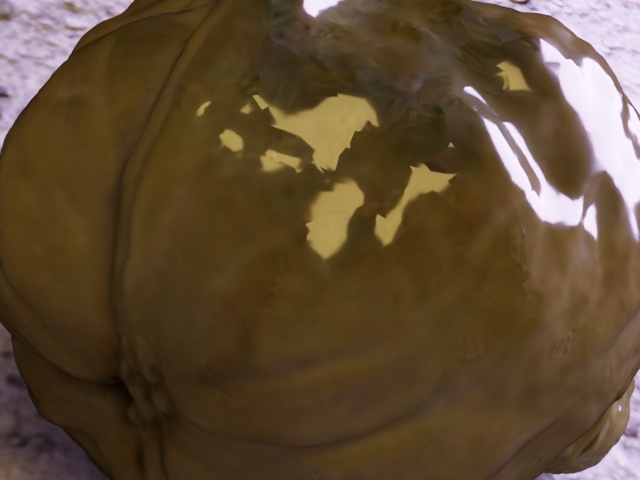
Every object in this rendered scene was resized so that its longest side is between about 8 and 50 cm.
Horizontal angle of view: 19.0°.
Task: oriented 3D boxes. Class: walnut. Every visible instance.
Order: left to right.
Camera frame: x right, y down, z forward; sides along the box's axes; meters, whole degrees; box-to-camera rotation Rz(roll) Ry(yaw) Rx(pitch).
[{"bbox_3d":[-0.002,0.000,0.839,0.277,0.282,0.253,-43,111,-49],"label":"walnut"},{"bbox_3d":[0.115,0.073,0.955,0.092,0.092,0.092,14,45,-14],"label":"walnut"}]
